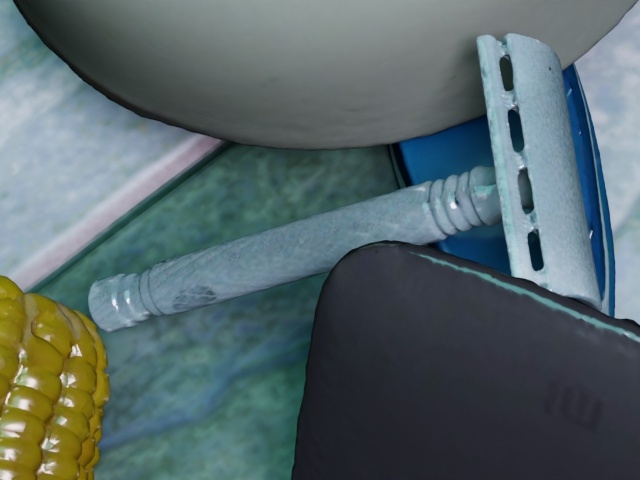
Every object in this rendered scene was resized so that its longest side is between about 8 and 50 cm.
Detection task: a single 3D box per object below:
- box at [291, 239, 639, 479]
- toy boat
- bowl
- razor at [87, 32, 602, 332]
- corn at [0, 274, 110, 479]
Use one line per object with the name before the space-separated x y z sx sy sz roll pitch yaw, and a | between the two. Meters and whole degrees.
box | 0.087 0.108 0.565 0.212 0.201 0.042 20 31 19
toy boat | 0.067 -0.094 0.700 0.096 0.062 0.299 -15 67 7
bowl | -0.011 -0.230 0.625 0.354 0.185 0.354 -3 72 10
razor | 0.000 0.000 0.634 0.232 0.068 0.106 -16 70 29
corn | -0.170 0.181 0.613 0.131 0.131 0.344 4 72 14
